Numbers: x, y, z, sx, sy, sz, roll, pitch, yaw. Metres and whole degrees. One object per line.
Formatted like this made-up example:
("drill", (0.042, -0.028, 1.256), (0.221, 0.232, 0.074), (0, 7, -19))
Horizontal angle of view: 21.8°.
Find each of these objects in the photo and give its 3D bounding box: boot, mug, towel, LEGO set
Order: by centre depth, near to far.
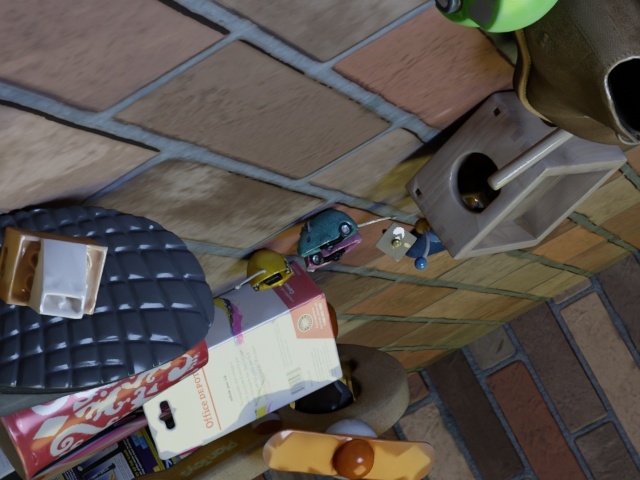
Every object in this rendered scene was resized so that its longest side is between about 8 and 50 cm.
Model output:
("LEGO set", (-0.250, 0.034, 0.783), (0.287, 0.132, 0.107), (-28, 180, -36))
("boot", (-0.253, 0.080, 1.063), (0.338, 0.118, 0.223), (-11, 166, -25))
("boot", (0.202, -0.102, 1.141), (0.112, 0.115, 0.305), (-34, 160, 9))
("mug", (-0.177, 0.092, 1.271), (0.169, 0.113, 0.150), (-28, 172, -19))
("towel", (0.136, -0.015, 1.768), (0.067, 0.029, 0.119), (-21, 168, -28))

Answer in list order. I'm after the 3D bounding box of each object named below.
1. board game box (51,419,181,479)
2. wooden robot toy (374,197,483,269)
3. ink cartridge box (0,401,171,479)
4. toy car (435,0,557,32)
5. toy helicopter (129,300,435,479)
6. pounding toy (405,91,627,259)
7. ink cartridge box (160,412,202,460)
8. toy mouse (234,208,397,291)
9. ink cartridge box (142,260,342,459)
("board game box", (-0.219, 0.260, 1.807), (0.141, 0.170, 0.048), (-32, 171, 26))
("wooden robot toy", (0.123, -0.042, 1.573), (0.173, 0.076, 0.079), (-28, -155, 0))
("ink cartridge box", (-0.317, 0.220, 1.673), (0.371, 0.069, 0.176), (-28, 170, 13))
("toy car", (0.130, -0.170, 0.921), (0.239, 0.053, 0.225), (-23, 169, -23))
("toy helicopter", (-0.049, 0.209, 1.662), (0.355, 0.140, 0.235), (-30, -143, -34))
("pounding toy", (0.169, -0.083, 1.375), (0.181, 0.094, 0.206), (-8, 149, -48))
("ink cartridge box", (-0.118, 0.180, 1.909), (0.235, 0.088, 0.193), (-17, 164, -49))
("toy mouse", (0.000, 0.000, 1.484), (0.143, 0.031, 0.161), (-29, 170, 10))
("ink cartridge box", (-0.087, 0.116, 1.589), (0.198, 0.067, 0.115), (-25, 130, -16))
